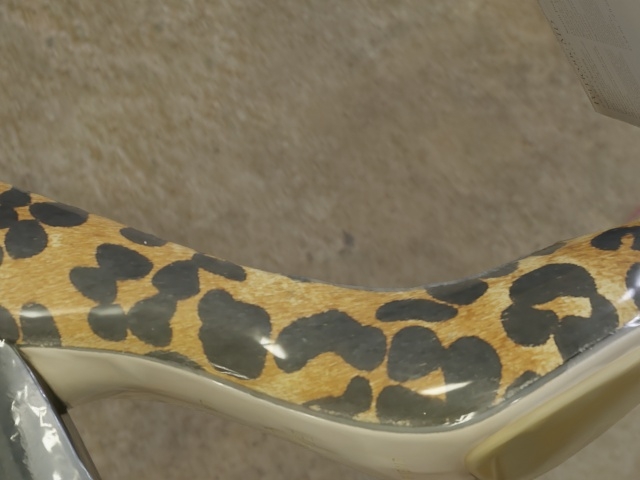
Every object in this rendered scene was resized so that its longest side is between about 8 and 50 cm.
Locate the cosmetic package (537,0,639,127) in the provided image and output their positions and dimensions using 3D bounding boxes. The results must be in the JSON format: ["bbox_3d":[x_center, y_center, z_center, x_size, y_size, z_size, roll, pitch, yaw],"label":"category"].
[{"bbox_3d":[0.079,-0.147,0.524,0.060,0.099,0.239,-34,110,-7],"label":"cosmetic package"}]

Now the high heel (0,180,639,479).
[{"bbox_3d":[0.000,0.000,0.511,0.261,0.186,0.093,-28,156,-11],"label":"high heel"}]
